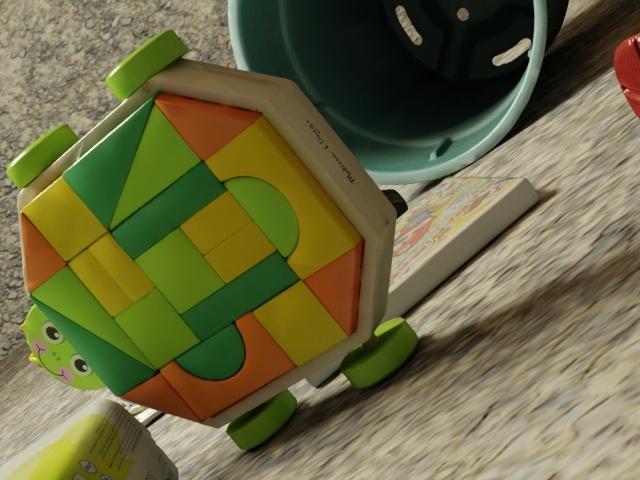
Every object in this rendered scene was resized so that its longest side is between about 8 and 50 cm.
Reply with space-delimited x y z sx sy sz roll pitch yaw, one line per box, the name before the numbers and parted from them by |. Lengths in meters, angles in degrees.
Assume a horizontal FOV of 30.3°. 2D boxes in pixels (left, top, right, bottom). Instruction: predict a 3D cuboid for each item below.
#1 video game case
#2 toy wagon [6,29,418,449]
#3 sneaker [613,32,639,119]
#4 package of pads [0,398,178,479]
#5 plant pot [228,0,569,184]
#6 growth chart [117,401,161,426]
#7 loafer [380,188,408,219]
video game case | 0.057 0.025 0.981 0.227 0.026 0.206 -39 9 -6
toy wagon | -0.107 0.029 0.829 0.344 0.267 0.068 -34 10 33
sneaker | 0.279 -0.115 0.680 0.128 0.087 0.221 -32 19 -18
package of pads | -0.240 0.251 0.792 0.297 0.101 0.229 -36 10 11
plant pot | 0.125 -0.269 1.330 0.341 0.341 0.334 -33 2 30
growth chart | -0.141 0.137 1.232 0.237 0.021 0.172 -37 8 6
loafer | 0.026 0.009 1.134 0.170 0.062 0.061 -35 46 -23
